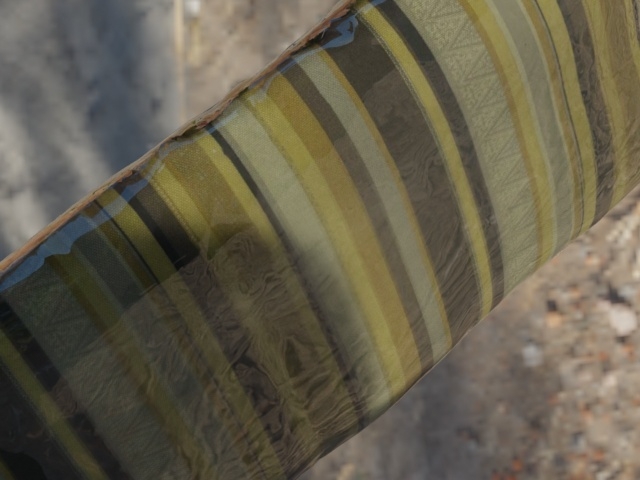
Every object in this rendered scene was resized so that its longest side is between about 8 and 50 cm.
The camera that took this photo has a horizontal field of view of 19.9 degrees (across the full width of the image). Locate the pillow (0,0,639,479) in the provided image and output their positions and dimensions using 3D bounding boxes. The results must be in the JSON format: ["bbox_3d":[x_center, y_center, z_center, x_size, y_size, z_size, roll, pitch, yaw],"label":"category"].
[{"bbox_3d":[0.000,0.000,0.398,0.038,0.203,0.113,40,162,39],"label":"pillow"}]
